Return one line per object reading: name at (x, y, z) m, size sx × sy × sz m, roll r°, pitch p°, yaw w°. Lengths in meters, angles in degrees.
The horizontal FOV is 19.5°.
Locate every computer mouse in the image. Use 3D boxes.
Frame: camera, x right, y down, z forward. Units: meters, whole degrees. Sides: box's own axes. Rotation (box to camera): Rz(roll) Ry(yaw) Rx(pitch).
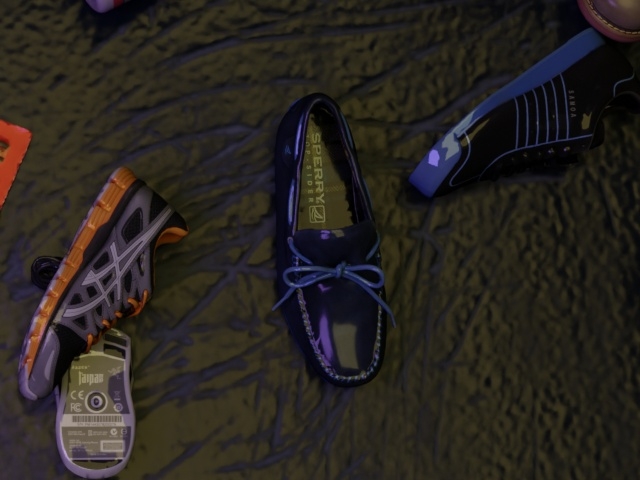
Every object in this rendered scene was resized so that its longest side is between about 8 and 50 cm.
computer mouse at (-0.196, 0.109, 1.586) m, size 0.106 × 0.042 × 0.193 m, roll 3°, pitch 75°, yaw -13°

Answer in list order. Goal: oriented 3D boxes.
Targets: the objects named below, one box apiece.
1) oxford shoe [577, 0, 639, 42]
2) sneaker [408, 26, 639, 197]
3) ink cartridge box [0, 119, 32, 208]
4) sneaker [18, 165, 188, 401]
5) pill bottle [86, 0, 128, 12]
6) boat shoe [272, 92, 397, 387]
oxford shoe at (0.340, -0.338, 1.677) m, size 0.123 × 0.130 × 0.348 m, roll 30°, pitch 74°, yaw -4°
sneaker at (0.189, -0.095, 1.652) m, size 0.232 × 0.081 × 0.090 m, roll -37°, pitch 81°, yaw -13°
ink cartridge box at (-0.373, -0.025, 1.573) m, size 0.189 × 0.066 × 0.232 m, roll 22°, pitch 83°, yaw -4°
sneaker at (-0.183, 0.042, 1.542) m, size 0.083 × 0.084 × 0.215 m, roll 30°, pitch 70°, yaw -8°
pill bottle at (-0.139, -0.284, 1.619) m, size 0.180 × 0.108 × 0.108 m, roll -29°, pitch 87°, yaw -12°
boat shoe at (0.000, 0.000, 1.605) m, size 0.109 × 0.089 × 0.258 m, roll -14°, pitch 84°, yaw -10°
